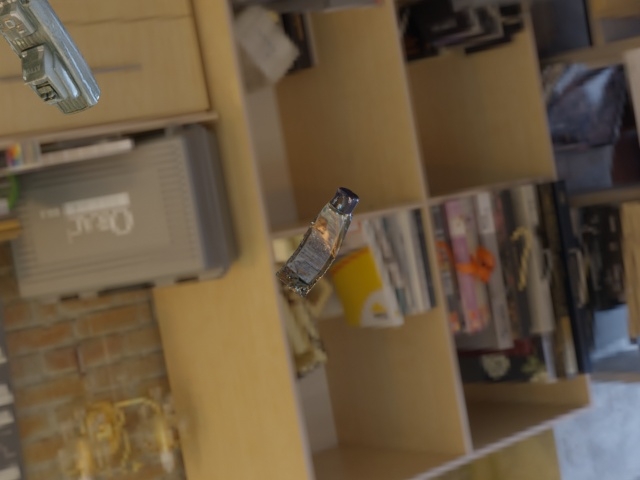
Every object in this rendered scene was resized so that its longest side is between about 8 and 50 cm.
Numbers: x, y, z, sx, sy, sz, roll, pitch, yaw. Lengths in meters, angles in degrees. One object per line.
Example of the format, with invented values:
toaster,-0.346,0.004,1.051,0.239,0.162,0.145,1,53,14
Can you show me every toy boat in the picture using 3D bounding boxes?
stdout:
toy boat,-0.377,-0.270,1.501,0.078,0.260,0.085,-11,-145,31

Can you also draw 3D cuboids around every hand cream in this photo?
hand cream,0.000,0.000,1.662,0.062,0.163,0.039,38,-165,24
